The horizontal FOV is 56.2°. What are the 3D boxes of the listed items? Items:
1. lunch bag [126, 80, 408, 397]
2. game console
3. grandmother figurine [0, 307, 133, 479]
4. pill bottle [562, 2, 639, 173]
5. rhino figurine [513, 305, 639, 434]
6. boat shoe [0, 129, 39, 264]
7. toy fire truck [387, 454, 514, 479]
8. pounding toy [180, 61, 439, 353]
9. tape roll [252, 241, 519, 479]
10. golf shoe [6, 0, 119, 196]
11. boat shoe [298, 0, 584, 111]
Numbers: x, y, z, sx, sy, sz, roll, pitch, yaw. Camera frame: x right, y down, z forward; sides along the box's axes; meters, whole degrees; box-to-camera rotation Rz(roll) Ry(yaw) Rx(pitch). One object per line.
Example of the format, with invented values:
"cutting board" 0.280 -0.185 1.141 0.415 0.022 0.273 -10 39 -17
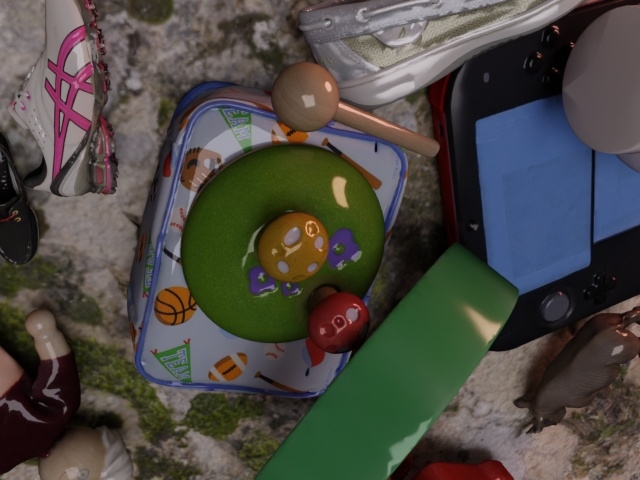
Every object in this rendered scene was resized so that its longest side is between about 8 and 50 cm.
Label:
"lunch bag" -0.051 0.014 0.592 0.243 0.115 0.303 9 109 -23
"game console" 0.299 -0.072 0.693 0.342 0.060 0.386 -17 118 -9
"grandmother figurine" -0.324 0.158 0.579 0.208 0.104 0.342 -37 116 11
"pill bottle" 0.402 -0.149 0.574 0.323 0.181 0.181 -5 115 -21
"rhino figurine" 0.344 0.187 0.809 0.106 0.073 0.243 2 130 -34
"boat shoe" -0.287 -0.034 0.535 0.049 0.042 0.133 -10 117 -15
"toy fire truck" 0.113 0.413 0.807 0.254 0.169 0.302 26 105 -45
"pounding toy" 0.000 0.000 0.479 0.183 0.110 0.237 23 102 -29
"tape roll" 0.058 0.147 0.581 0.077 0.321 0.321 41 99 11
"golf shoe" -0.217 -0.123 0.499 0.086 0.067 0.186 -5 114 -19
"boat shoe" 0.136 -0.234 0.538 0.320 0.118 0.103 -28 123 4
